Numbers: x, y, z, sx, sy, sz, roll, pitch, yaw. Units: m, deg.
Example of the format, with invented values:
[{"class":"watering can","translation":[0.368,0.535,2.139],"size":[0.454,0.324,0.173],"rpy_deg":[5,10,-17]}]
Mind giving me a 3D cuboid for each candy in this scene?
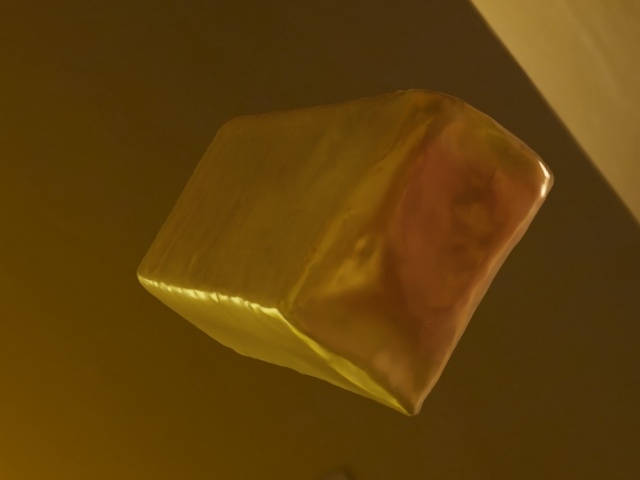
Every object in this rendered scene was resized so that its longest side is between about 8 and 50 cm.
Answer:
[{"class":"candy","translation":[0.000,-0.003,0.882],"size":[0.208,0.145,0.359],"rpy_deg":[-59,24,-11]}]
